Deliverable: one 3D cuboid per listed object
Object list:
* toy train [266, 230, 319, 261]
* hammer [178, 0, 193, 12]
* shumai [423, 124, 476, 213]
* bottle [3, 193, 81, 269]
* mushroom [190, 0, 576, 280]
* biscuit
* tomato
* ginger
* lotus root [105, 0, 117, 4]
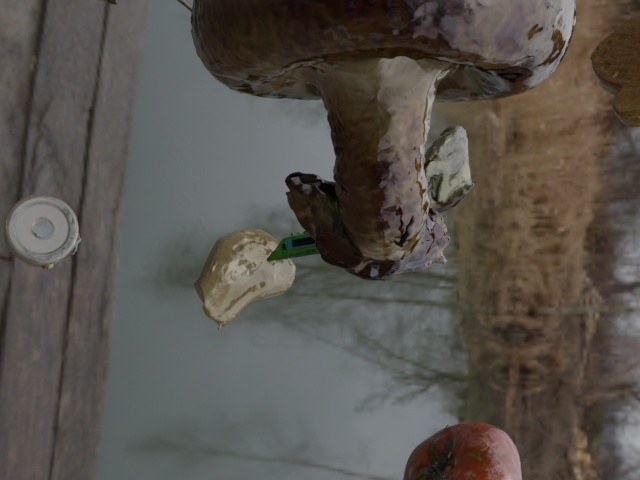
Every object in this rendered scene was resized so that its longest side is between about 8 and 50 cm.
[{"bbox_3d":[0.000,0.000,1.573,0.044,0.209,0.042,-15,95,-65],"label":"toy train"},{"bbox_3d":[-0.332,-0.543,2.016,0.297,0.027,0.125,37,10,-36],"label":"hammer"},{"bbox_3d":[0.260,-0.137,1.944,0.201,0.120,0.201,-51,174,-7],"label":"shumai"},{"bbox_3d":[-0.369,-0.010,1.232,0.152,0.099,0.098,165,-73,-70],"label":"bottle"},{"bbox_3d":[0.038,-0.155,0.858,0.334,0.331,0.356,-173,-76,-86],"label":"mushroom"},{"bbox_3d":[0.641,-0.313,1.689,0.287,0.344,0.057,-52,126,-17],"label":"biscuit"},{"bbox_3d":[0.232,0.405,1.619,0.095,0.237,0.236,48,36,-23],"label":"tomato"},{"bbox_3d":[-0.140,0.056,1.719,0.267,0.138,0.152,-30,152,-46],"label":"ginger"},{"bbox_3d":[-0.376,-0.558,1.574,0.131,0.146,0.303,-15,113,-66],"label":"lotus root"}]
